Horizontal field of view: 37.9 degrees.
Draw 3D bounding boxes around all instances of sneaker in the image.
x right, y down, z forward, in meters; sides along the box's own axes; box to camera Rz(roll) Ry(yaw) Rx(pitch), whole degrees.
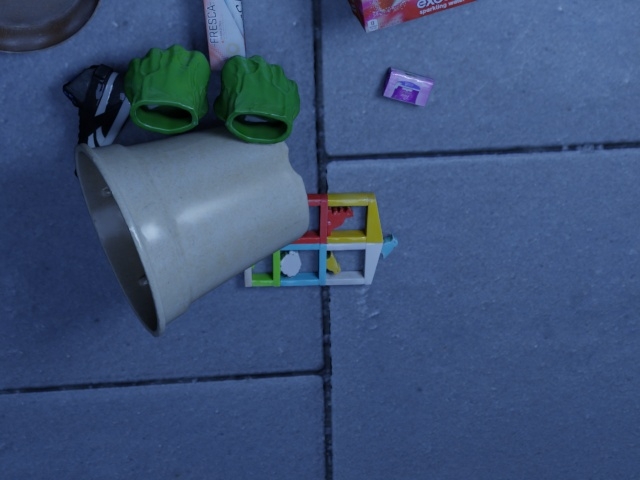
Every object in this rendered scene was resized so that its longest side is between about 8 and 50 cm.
[{"bbox_3d":[-0.396,-0.210,1.591,0.121,0.079,0.217,34,118,-7],"label":"sneaker"}]

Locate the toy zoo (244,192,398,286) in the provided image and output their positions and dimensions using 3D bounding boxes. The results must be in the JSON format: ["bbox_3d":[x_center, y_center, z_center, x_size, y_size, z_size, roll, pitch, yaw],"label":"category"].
[{"bbox_3d":[0.000,0.000,1.770,0.293,0.030,0.192,-2,121,-4],"label":"toy zoo"}]

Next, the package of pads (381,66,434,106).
[{"bbox_3d":[0.152,-0.266,1.618,0.083,0.032,0.050,12,118,-12],"label":"package of pads"}]

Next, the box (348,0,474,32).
[{"bbox_3d":[0.163,-0.434,1.430,0.257,0.122,0.128,-17,136,-4],"label":"box"}]

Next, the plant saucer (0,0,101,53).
[{"bbox_3d":[-0.485,-0.433,1.430,0.311,0.050,0.310,-2,131,-2],"label":"plant saucer"}]

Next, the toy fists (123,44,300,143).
[{"bbox_3d":[-0.171,-0.234,1.485,0.279,0.142,0.096,5,145,-8],"label":"toy fists"}]

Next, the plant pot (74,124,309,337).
[{"bbox_3d":[-0.200,-0.053,1.552,0.305,0.334,0.334,-23,124,-21],"label":"plant pot"}]

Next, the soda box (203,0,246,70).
[{"bbox_3d":[-0.157,-0.370,1.514,0.063,0.058,0.183,-4,122,-2],"label":"soda box"}]
